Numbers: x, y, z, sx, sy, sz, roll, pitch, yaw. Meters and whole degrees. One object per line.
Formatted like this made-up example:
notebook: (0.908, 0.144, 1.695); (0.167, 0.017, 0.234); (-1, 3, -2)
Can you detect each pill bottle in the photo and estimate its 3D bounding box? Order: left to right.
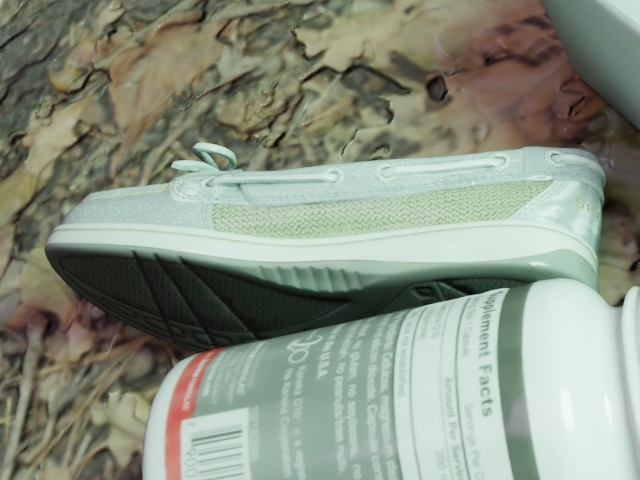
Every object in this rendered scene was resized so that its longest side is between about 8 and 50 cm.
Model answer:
pill bottle: (0.072, 0.108, 0.848); (0.283, 0.161, 0.161); (-13, 57, 19)

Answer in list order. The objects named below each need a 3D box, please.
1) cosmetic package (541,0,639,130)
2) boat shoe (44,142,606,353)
cosmetic package: (0.350, -0.212, 0.905); (0.453, 0.161, 0.230); (-41, 52, 0)
boat shoe: (0.000, -0.001, 0.984); (0.320, 0.118, 0.103); (-2, 55, 21)
